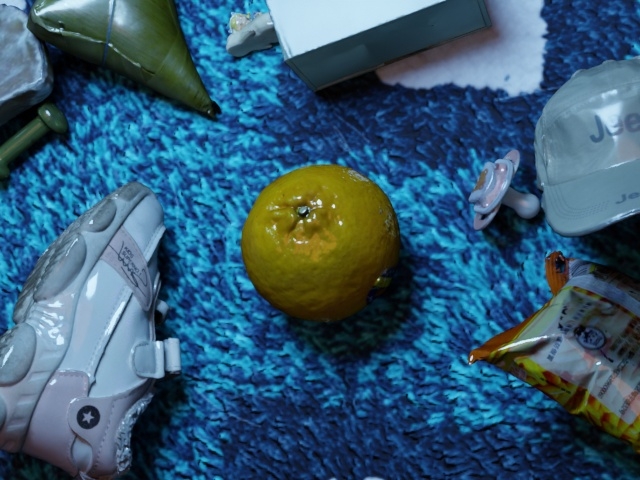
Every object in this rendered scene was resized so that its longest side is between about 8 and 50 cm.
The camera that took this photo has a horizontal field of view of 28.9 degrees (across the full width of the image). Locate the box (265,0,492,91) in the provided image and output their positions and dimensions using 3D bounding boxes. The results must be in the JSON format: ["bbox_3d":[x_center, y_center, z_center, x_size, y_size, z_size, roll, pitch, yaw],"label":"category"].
[{"bbox_3d":[0.068,-0.259,1.400,0.225,0.129,0.086,-20,77,10],"label":"box"}]

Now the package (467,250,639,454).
[{"bbox_3d":[0.311,0.122,1.240,0.288,0.223,0.108,28,132,22],"label":"package"}]

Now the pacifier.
[{"bbox_3d":[0.208,-0.048,1.363,0.078,0.081,0.099,27,88,-11],"label":"pacifier"}]

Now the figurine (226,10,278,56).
[{"bbox_3d":[-0.078,-0.257,1.487,0.083,0.047,0.051,-18,62,18],"label":"figurine"}]

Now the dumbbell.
[{"bbox_3d":[-0.367,-0.124,1.531,0.118,0.046,0.052,-37,33,7],"label":"dumbbell"}]

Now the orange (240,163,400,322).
[{"bbox_3d":[0.001,0.002,1.365,0.177,0.155,0.178,1,92,22],"label":"orange"}]

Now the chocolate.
[{"bbox_3d":[-0.439,-0.177,1.541,0.254,0.080,0.157,-30,57,5],"label":"chocolate"}]

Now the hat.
[{"bbox_3d":[0.320,-0.108,1.278,0.214,0.245,0.149,-15,98,10],"label":"hat"}]

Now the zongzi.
[{"bbox_3d":[-0.195,-0.294,1.500,0.256,0.115,0.228,26,73,-2],"label":"zongzi"}]

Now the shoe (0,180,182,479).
[{"bbox_3d":[-0.253,0.109,1.416,0.198,0.172,0.351,35,69,-18],"label":"shoe"}]
